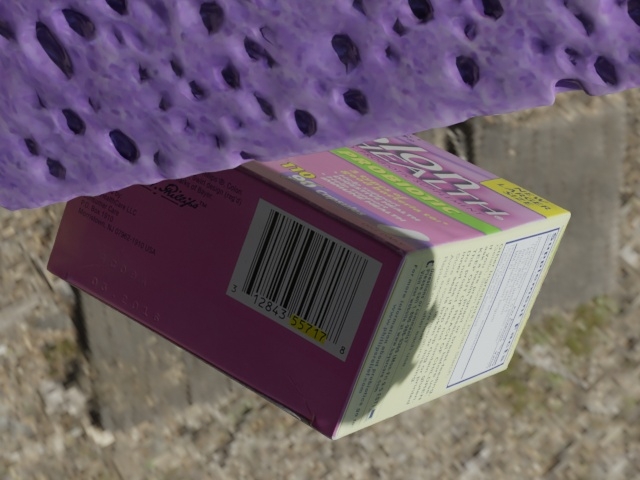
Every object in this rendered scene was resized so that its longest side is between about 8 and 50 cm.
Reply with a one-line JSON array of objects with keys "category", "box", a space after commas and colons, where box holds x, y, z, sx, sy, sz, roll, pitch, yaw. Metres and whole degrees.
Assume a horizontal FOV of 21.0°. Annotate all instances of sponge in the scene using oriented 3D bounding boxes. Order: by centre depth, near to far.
[{"category": "sponge", "box": [-0.007, -0.078, 0.384, 0.210, 0.031, 0.117, -9, 113, 26]}]

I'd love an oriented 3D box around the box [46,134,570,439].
[{"category": "box", "box": [0.000, 0.000, 1.055, 0.243, 0.214, 0.117, -10, 125, -60]}]
